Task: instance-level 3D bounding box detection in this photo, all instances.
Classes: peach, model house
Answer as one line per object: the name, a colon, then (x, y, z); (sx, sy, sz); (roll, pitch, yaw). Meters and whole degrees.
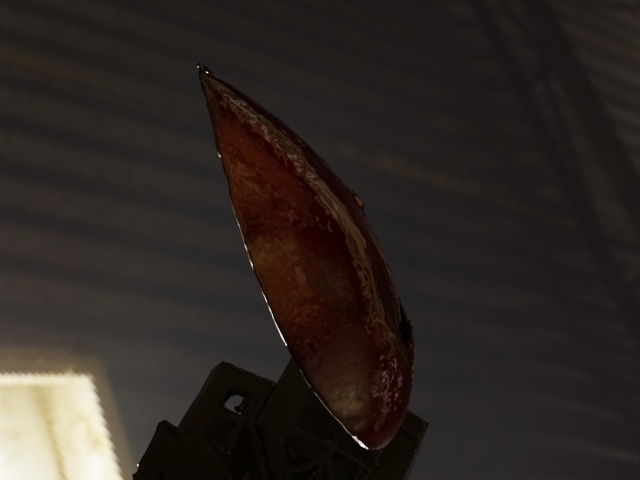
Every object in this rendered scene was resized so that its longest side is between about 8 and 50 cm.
peach: (0.004, 0.000, 1.098); (0.189, 0.068, 0.279); (-79, -35, -72)
model house: (-0.059, 0.236, 1.320); (0.204, 0.211, 0.243); (26, -129, 3)
